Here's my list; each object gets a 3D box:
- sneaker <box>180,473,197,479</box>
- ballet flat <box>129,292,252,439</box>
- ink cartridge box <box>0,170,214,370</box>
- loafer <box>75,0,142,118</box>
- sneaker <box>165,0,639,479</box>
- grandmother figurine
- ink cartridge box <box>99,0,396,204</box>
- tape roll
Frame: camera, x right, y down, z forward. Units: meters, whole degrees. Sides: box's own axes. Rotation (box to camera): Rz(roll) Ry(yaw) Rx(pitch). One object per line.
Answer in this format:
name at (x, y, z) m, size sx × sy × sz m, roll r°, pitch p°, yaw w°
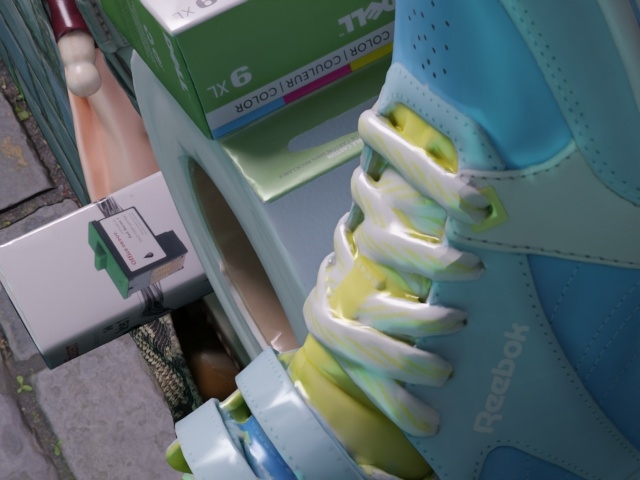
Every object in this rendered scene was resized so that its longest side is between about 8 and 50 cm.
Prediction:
sneaker at (-0.032, 0.239, 0.883) m, size 0.410 × 0.158 × 0.182 m, roll 153°, pitch 135°, yaw -81°
ballet flat at (-0.053, 0.130, 1.215) m, size 0.483 × 0.164 × 0.182 m, roll 54°, pitch 145°, yaw 44°
ink cartridge box at (-0.138, 0.012, 1.102) m, size 0.092 × 0.219 × 0.160 m, roll 63°, pitch 169°, yaw 5°
loafer at (-0.095, -0.155, 0.856) m, size 0.111 × 0.112 × 0.319 m, roll 51°, pitch 172°, yaw 27°
sneaker at (0.025, 0.028, 0.467) m, size 0.127 × 0.208 × 0.319 m, roll 51°, pitch 162°, yaw 51°
grandmother figurine at (-0.194, -0.170, 1.195) m, size 0.208 × 0.104 × 0.342 m, roll -112°, pitch 4°, yaw -71°
ink cartridge box at (-0.030, -0.113, 0.640) m, size 0.209 × 0.109 × 0.062 m, roll 50°, pitch 163°, yaw 48°
tape roll at (0.000, 0.000, 0.779) m, size 0.286 × 0.100 × 0.286 m, roll 58°, pitch 168°, yaw 21°
